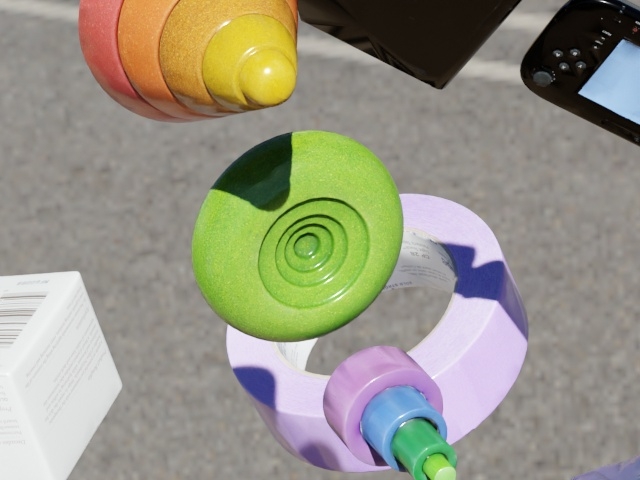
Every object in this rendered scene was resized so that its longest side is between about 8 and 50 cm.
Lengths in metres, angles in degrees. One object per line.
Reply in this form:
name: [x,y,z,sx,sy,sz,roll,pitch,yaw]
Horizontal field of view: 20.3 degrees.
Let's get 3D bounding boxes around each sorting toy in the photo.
sorting toy: [0.000,0.000,0.951,0.127,0.365,0.126,-31,32,-10]

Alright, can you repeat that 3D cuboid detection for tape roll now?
tape roll: [0.053,0.083,1.693,0.275,0.090,0.275,-15,43,14]

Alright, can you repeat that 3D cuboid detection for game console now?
game console: [0.170,-0.138,1.177,0.361,0.213,0.044,25,61,-9]

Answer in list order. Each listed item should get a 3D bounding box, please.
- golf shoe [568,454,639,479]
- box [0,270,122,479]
golf shoe: [0.274,0.236,1.527,0.140,0.115,0.306,-13,-13,-14]
box: [-0.183,0.081,1.009,0.102,0.087,0.101,-5,31,22]
